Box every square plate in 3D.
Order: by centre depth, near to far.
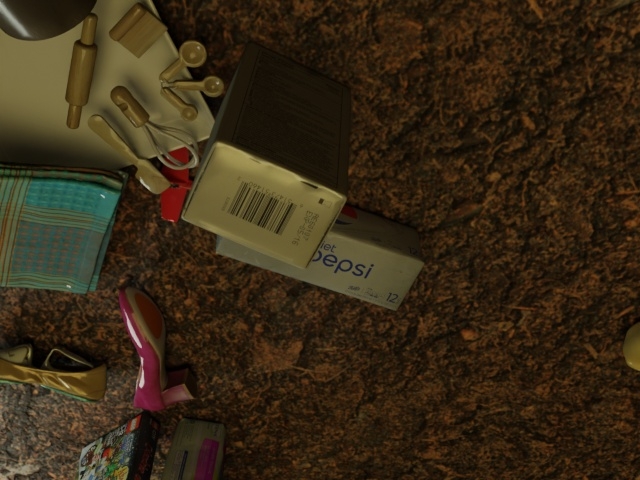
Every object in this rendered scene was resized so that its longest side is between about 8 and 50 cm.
[{"bbox_3d":[-0.357,-0.241,1.156,0.344,0.049,0.347,-18,119,13],"label":"square plate"}]

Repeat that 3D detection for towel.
[{"bbox_3d":[-0.474,-0.015,1.204,0.370,0.040,0.271,4,141,-24],"label":"towel"}]

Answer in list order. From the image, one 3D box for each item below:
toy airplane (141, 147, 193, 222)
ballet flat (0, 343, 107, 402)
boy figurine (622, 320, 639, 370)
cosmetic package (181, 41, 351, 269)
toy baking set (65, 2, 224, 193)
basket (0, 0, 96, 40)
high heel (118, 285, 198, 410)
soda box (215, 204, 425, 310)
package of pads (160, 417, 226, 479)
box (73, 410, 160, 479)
[{"bbox_3d":[-0.189,-0.078,1.261,0.151,0.028,0.151,2,124,2],"label":"toy airplane"},{"bbox_3d":[-0.464,0.206,1.437,0.232,0.080,0.073,14,93,-9],"label":"ballet flat"},{"bbox_3d":[0.605,0.140,1.322,0.285,0.092,0.177,-23,118,17],"label":"boy figurine"},{"bbox_3d":[-0.055,-0.115,1.068,0.160,0.309,0.113,24,119,-10],"label":"cosmetic package"},{"bbox_3d":[-0.238,-0.178,1.143,0.196,0.030,0.256,19,121,-10],"label":"toy baking set"},{"bbox_3d":[-0.339,-0.342,0.941,0.154,0.204,0.227,34,161,26],"label":"basket"},{"bbox_3d":[-0.296,0.179,1.402,0.117,0.082,0.244,-14,128,14],"label":"high heel"},{"bbox_3d":[0.000,0.000,1.249,0.286,0.091,0.098,18,122,-14],"label":"soda box"},{"bbox_3d":[-0.230,0.494,1.500,0.101,0.229,0.297,8,122,-2],"label":"package of pads"},{"bbox_3d":[-0.353,0.413,1.452,0.159,0.233,0.044,-34,119,21],"label":"box"}]
